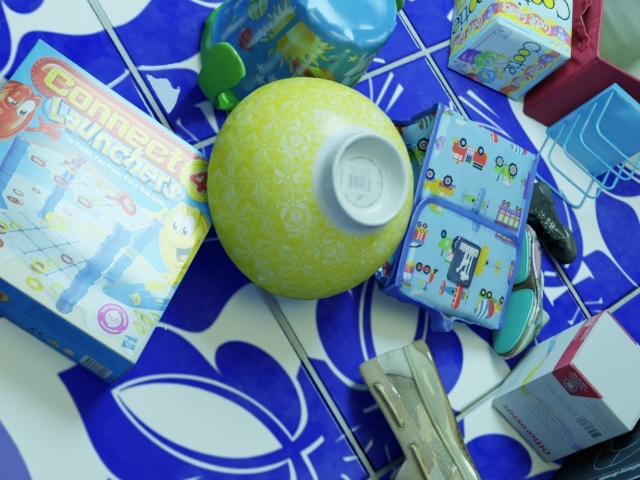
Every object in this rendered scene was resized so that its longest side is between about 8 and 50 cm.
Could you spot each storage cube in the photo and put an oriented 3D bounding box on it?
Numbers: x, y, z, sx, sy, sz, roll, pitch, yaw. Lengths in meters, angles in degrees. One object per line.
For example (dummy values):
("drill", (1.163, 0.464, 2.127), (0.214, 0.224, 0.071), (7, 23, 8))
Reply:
("storage cube", (0.467, -0.284, 2.007), (0.215, 0.193, 0.184), (24, 58, -20))

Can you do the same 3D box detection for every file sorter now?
("file sorter", (0.436, -0.142, 1.937), (0.118, 0.170, 0.104), (39, 56, -11))

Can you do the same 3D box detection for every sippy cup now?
("sippy cup", (-0.017, -0.288, 1.690), (0.240, 0.224, 0.306), (28, 57, -18))

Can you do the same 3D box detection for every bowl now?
("bowl", (0.019, -0.071, 1.537), (0.289, 0.156, 0.290), (2, 86, -33))

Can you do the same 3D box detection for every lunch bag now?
("lunch bag", (0.179, -0.013, 1.746), (0.221, 0.138, 0.293), (21, 69, -38))

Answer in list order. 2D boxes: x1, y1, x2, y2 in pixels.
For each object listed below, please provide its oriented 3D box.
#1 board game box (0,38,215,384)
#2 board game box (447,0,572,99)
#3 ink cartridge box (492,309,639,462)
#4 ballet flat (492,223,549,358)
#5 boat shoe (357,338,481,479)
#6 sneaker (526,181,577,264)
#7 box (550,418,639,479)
("board game box", (-0.298, -0.037, 1.484), (0.308, 0.086, 0.302), (35, 54, -14))
("board game box", (0.311, -0.397, 1.994), (0.142, 0.144, 0.275), (21, 58, -21))
("ink cartridge box", (0.358, 0.206, 1.721), (0.128, 0.176, 0.127), (48, 50, -5))
("ballet flat", (0.304, 0.082, 1.818), (0.079, 0.076, 0.222), (34, 52, -38))
("boat shoe", (0.146, 0.305, 1.596), (0.110, 0.122, 0.341), (-20, 73, 1))
("sneaker", (0.327, -0.036, 1.896), (0.089, 0.051, 0.170), (-7, 67, -34))
("box", (0.525, 0.312, 1.699), (0.395, 0.293, 0.212), (-38, 90, -38))
